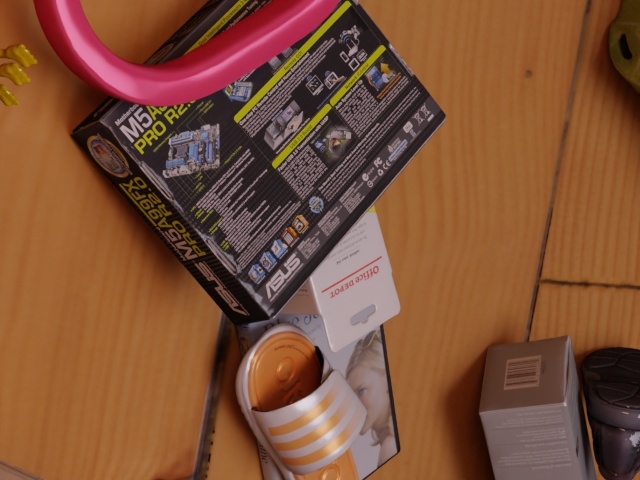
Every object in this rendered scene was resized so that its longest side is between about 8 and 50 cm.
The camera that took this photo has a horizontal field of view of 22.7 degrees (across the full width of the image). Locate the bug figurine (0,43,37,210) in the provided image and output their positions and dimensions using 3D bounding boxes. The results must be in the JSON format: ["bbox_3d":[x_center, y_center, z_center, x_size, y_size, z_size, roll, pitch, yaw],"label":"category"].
[{"bbox_3d":[-0.300,-0.117,1.067,0.279,0.072,0.216,59,45,-46],"label":"bug figurine"}]

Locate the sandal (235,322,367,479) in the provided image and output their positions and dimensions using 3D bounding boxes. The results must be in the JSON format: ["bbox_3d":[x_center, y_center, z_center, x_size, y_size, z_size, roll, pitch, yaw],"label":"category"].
[{"bbox_3d":[0.008,0.185,1.481,0.102,0.076,0.265,-48,132,-30],"label":"sandal"}]

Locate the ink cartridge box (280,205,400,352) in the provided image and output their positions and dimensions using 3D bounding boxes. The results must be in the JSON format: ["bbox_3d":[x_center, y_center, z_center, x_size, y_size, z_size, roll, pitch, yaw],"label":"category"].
[{"bbox_3d":[0.000,0.000,1.446,0.104,0.061,0.181,-28,109,-41],"label":"ink cartridge box"}]

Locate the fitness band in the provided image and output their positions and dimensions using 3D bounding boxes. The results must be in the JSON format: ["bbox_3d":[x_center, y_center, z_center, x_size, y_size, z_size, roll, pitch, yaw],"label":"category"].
[{"bbox_3d":[-0.088,-0.226,1.218,0.291,0.054,0.209,-35,124,-25],"label":"fitness band"}]

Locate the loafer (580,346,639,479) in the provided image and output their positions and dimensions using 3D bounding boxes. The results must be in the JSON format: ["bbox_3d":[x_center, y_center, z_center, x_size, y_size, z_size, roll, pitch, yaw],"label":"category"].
[{"bbox_3d":[0.346,0.195,1.834,0.302,0.109,0.095,-32,130,-74],"label":"loafer"}]

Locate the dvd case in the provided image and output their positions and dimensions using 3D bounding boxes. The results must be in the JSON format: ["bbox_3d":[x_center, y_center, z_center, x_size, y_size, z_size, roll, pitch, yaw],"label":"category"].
[{"bbox_3d":[0.002,0.138,1.540,0.180,0.022,0.253,-31,122,-40],"label":"dvd case"}]

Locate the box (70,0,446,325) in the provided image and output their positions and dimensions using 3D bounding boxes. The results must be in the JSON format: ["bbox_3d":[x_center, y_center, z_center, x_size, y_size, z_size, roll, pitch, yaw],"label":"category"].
[{"bbox_3d":[-0.043,-0.097,1.334,0.216,0.060,0.270,50,60,-16],"label":"box"}]

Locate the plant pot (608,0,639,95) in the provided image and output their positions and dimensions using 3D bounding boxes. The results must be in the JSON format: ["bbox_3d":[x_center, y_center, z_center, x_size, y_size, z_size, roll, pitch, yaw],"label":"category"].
[{"bbox_3d":[0.476,-0.204,1.834,0.254,0.276,0.276,29,78,-37],"label":"plant pot"}]

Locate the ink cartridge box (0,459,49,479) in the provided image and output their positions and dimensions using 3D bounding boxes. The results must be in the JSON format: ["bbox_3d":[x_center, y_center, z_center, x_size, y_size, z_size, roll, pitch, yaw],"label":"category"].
[{"bbox_3d":[-0.226,0.318,1.191,0.198,0.197,0.270,-52,134,-26],"label":"ink cartridge box"}]

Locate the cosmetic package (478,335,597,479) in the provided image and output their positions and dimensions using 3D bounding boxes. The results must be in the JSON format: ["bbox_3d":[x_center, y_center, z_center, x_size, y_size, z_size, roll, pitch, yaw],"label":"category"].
[{"bbox_3d":[0.246,0.239,1.757,0.127,0.107,0.238,-75,151,-55],"label":"cosmetic package"}]
